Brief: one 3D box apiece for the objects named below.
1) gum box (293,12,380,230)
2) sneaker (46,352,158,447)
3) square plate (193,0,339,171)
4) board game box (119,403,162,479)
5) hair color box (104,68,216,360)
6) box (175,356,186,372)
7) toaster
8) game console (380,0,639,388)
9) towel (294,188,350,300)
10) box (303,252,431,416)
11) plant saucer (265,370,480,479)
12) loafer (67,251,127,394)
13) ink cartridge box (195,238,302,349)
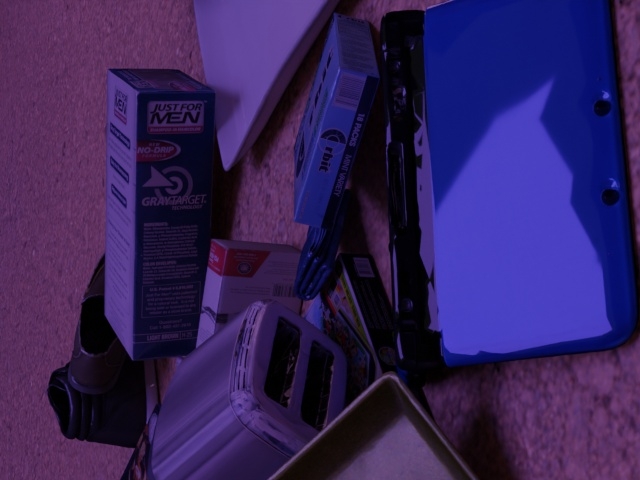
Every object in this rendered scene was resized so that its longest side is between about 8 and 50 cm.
[{"bbox_3d":[0.012,-0.120,1.141,0.184,0.041,0.157,-91,16,-64],"label":"gum box"},{"bbox_3d":[-0.329,0.171,1.736,0.104,0.147,0.295,122,144,-45],"label":"sneaker"},{"bbox_3d":[-0.063,-0.314,1.383,0.347,0.049,0.344,-53,40,47],"label":"square plate"},{"bbox_3d":[-0.228,0.361,1.614,0.243,0.042,0.165,-62,35,39],"label":"board game box"},{"bbox_3d":[-0.212,-0.038,1.525,0.174,0.105,0.347,-142,52,-61],"label":"hair color box"},{"bbox_3d":[-0.086,0.195,1.329,0.324,0.063,0.067,13,96,64],"label":"box"},{"bbox_3d":[-0.063,0.159,1.064,0.146,0.129,0.227,-45,18,29],"label":"toaster"},{"bbox_3d":[0.139,-0.038,0.952,0.250,0.173,0.293,70,-162,-76],"label":"game console"},{"bbox_3d":[0.000,0.000,1.175,0.119,0.029,0.067,-76,11,-46],"label":"towel"},{"bbox_3d":[0.040,0.125,1.115,0.114,0.036,0.207,-62,34,39],"label":"box"},{"bbox_3d":[0.055,0.233,0.942,0.188,0.045,0.188,-44,69,16],"label":"plant saucer"},{"bbox_3d":[-0.296,0.098,1.686,0.087,0.094,0.251,109,170,-50],"label":"loafer"},{"bbox_3d":[-0.077,0.072,1.289,0.056,0.099,0.135,27,110,62],"label":"ink cartridge box"}]
